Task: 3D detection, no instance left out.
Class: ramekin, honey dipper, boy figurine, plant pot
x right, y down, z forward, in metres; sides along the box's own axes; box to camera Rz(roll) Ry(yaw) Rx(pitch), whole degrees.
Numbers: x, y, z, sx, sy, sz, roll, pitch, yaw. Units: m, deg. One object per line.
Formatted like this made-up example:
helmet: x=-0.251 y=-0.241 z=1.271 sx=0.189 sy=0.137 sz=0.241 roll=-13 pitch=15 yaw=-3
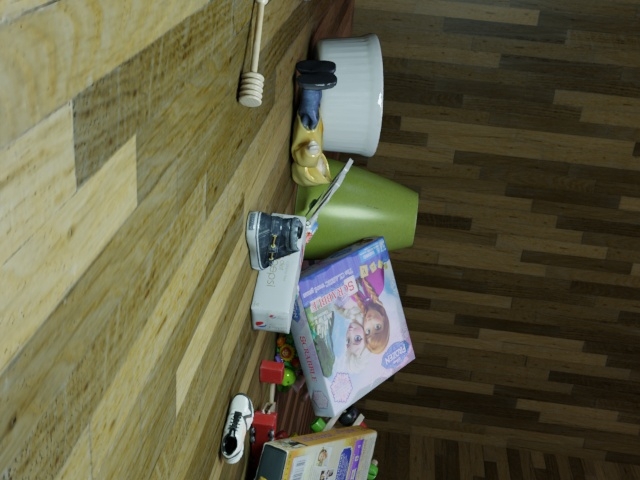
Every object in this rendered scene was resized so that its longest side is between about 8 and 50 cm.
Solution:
ramekin: x=0.052 y=-0.329 z=1.867 sx=0.277 sy=0.135 sz=0.278 roll=180 pitch=-90 yaw=-83
honey dipper: x=-0.083 y=-0.254 z=1.082 sx=0.030 sy=0.030 sz=0.161 roll=84 pitch=11 yaw=-73
boy figurine: x=-0.015 y=-0.220 z=1.701 sx=0.177 sy=0.092 sz=0.285 roll=-94 pitch=-176 yaw=-52
plant pot: x=0.093 y=-0.068 z=2.078 sx=0.275 sy=0.293 sz=0.275 roll=7 pitch=90 yaw=-86

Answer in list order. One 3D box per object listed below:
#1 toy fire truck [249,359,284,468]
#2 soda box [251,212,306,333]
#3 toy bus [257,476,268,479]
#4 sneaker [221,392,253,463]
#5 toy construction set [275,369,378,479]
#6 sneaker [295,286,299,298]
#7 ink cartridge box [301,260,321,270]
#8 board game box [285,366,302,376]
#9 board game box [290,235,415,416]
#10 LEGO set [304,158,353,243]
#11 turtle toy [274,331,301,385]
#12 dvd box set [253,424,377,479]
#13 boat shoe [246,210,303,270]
toy fire truck: x=-0.108 y=0.353 z=1.668 sx=0.135 sy=0.047 sz=0.192 roll=-77 pitch=173 yaw=-53
soda box: x=-0.073 y=0.057 z=1.496 sx=0.074 sy=0.069 sz=0.216 roll=92 pitch=5 yaw=-53
toy bus: x=-0.116 y=0.485 z=1.333 sx=0.104 sy=0.190 sz=0.202 roll=44 pitch=34 yaw=-27
sneaker: x=-0.130 y=0.290 z=1.280 sx=0.044 sy=0.040 sz=0.109 roll=82 pitch=15 yaw=-68
toy construction set: x=-0.036 y=0.475 z=1.973 sx=0.237 sy=0.257 sz=0.309 roll=-42 pitch=119 yaw=-66
sneaker: x=-0.073 y=0.039 z=1.661 sx=0.076 sy=0.064 sz=0.167 roll=-112 pitch=-153 yaw=-62
ink cartridge box: x=0.000 y=0.000 z=2.324 sx=0.212 sy=0.093 sz=0.154 roll=94 pitch=4 yaw=-55
board game box: x=0.024 y=0.219 z=2.136 sx=0.291 sy=0.141 sz=0.232 roll=127 pitch=-26 yaw=-61
board game box: x=0.069 y=0.189 z=1.887 sx=0.318 sy=0.065 sz=0.318 roll=-27 pitch=105 yaw=-44
LEGO set: x=-0.005 y=-0.049 z=1.829 sx=0.244 sy=0.060 sz=0.182 roll=-50 pitch=-173 yaw=37
turtle toy: x=-0.067 y=0.269 z=1.899 sx=0.066 sy=0.095 sz=0.130 roll=-4 pitch=101 yaw=-64
dvd box set: x=-0.022 y=0.562 z=1.747 sx=0.420 sy=0.062 sz=0.308 roll=12 pitch=90 yaw=-61
boat shoe: x=-0.070 y=0.009 z=1.336 sx=0.183 sy=0.083 sz=0.065 roll=86 pitch=11 yaw=-71
